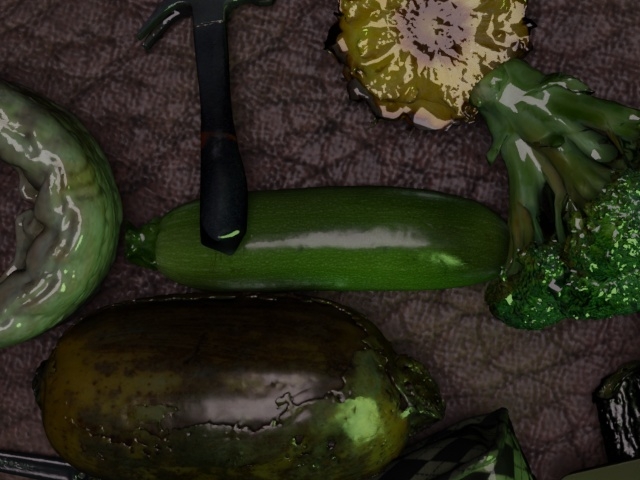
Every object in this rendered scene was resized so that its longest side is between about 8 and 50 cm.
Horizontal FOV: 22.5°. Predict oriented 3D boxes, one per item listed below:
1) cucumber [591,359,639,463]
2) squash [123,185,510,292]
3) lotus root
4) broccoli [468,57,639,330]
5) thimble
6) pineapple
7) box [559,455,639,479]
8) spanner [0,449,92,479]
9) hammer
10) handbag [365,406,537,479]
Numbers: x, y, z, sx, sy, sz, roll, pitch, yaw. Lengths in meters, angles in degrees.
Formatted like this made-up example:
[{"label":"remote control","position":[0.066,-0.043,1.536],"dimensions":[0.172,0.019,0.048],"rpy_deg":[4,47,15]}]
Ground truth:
[{"label":"cucumber","position":[0.320,0.243,1.583],"dimensions":[0.067,0.067,0.245],"rpy_deg":[-14,90,4]},{"label":"squash","position":[0.000,0.000,1.580],"dimensions":[0.395,0.107,0.107],"rpy_deg":[0,91,4]},{"label":"lotus root","position":[-0.080,0.151,1.545],"dimensions":[0.397,0.179,0.196],"rpy_deg":[-2,53,9]},{"label":"broccoli","position":[0.237,-0.046,1.492],"dimensions":[0.269,0.254,0.269],"rpy_deg":[2,73,-7]},{"label":"thimble","position":[-0.343,-0.034,1.554],"dimensions":[0.291,0.195,0.292],"rpy_deg":[0,92,4]},{"label":"pineapple","position":[0.108,-0.208,1.582],"dimensions":[0.224,0.076,0.225],"rpy_deg":[0,92,7]},{"label":"box","position":[0.296,0.253,1.544],"dimensions":[0.126,0.031,0.091],"rpy_deg":[-17,91,17]},{"label":"spanner","position":[-0.334,0.227,1.644],"dimensions":[0.208,0.012,0.046],"rpy_deg":[9,99,-2]},{"label":"hammer","position":[-0.107,-0.124,1.568],"dimensions":[0.137,0.037,0.290],"rpy_deg":[-7,68,8]},{"label":"handbag","position":[0.121,0.414,1.558],"dimensions":[0.316,0.180,0.416],"rpy_deg":[-25,95,12]}]
